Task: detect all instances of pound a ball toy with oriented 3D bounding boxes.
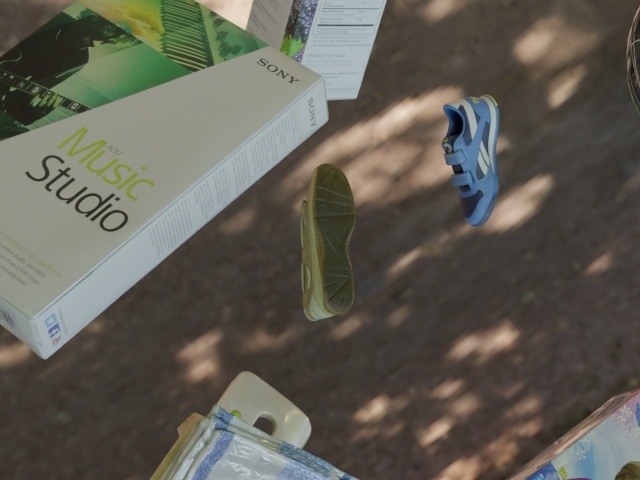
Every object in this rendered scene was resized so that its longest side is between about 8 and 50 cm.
[{"bbox_3d":[-0.128,0.296,1.937,0.208,0.136,0.319,-46,-174,44],"label":"pound a ball toy"}]

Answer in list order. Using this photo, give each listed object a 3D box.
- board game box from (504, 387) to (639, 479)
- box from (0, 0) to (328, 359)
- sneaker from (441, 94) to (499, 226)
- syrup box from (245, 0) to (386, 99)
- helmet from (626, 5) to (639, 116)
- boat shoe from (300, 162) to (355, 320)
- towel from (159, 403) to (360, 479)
[{"bbox_3d":[0.384,0.384,2.193,0.066,0.318,0.318,-26,-179,42],"label":"board game box"},{"bbox_3d":[-0.184,-0.076,1.402,0.322,0.232,0.058,-42,149,-27],"label":"box"},{"bbox_3d":[0.158,-0.087,1.899,0.059,0.144,0.053,1,175,-28],"label":"sneaker"},{"bbox_3d":[0.006,-0.254,1.648,0.096,0.093,0.237,-4,128,-29],"label":"syrup box"},{"bbox_3d":[0.309,-0.126,1.309,0.169,0.169,0.161,-43,135,18],"label":"helmet"},{"bbox_3d":[0.002,0.001,1.706,0.056,0.153,0.048,8,161,-39],"label":"boat shoe"},{"bbox_3d":[-0.032,0.283,1.507,0.209,0.285,0.034,-57,-158,10],"label":"towel"}]
